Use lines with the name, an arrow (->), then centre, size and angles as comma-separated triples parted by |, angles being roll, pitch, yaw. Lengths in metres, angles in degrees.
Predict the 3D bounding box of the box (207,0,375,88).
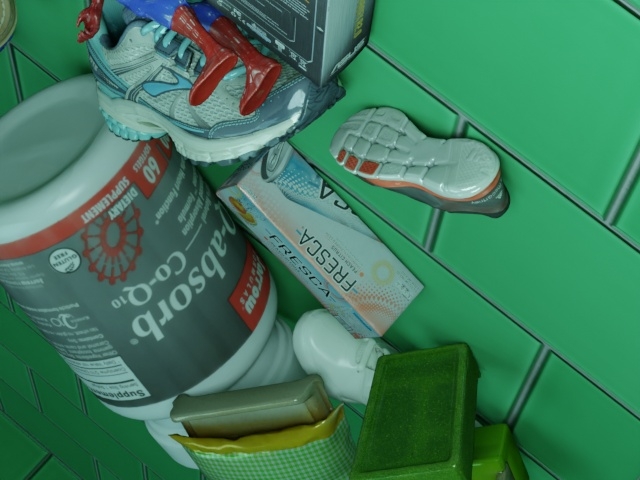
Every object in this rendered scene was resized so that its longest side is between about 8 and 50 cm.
box -> -0.065, -0.226, 1.264 | 0.231, 0.056, 0.183 | 37, 159, 14

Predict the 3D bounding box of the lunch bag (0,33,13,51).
lunch bag -> -0.446, -0.164, 1.891 | 0.293, 0.221, 0.138 | 26, 155, 40

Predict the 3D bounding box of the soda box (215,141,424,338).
soda box -> 0.000, 0.000, 1.611 | 0.183, 0.063, 0.058 | 46, 160, -13

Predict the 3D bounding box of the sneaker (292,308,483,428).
sneaker -> 0.073, 0.129, 1.751 | 0.212, 0.080, 0.094 | 39, 151, -16

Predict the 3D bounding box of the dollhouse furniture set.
dollhouse furniture set -> 0.016, 0.230, 1.697 | 0.302, 0.151, 0.197 | -10, 129, 19

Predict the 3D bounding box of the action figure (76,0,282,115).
action figure -> -0.165, -0.171, 1.403 | 0.280, 0.139, 0.091 | 50, -159, 27

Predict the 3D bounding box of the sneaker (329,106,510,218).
sneaker -> 0.072, -0.047, 1.381 | 0.158, 0.061, 0.065 | 25, 161, 43

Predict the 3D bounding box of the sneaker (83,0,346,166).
sneaker -> -0.098, -0.136, 1.455 | 0.283, 0.110, 0.122 | 10, 129, 49

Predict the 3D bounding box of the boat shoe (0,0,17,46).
boat shoe -> -0.377, -0.295, 1.628 | 0.341, 0.121, 0.110 | 51, 160, -20

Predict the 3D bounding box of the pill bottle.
pill bottle -> -0.168, 0.037, 1.798 | 0.210, 0.210, 0.363 | 18, 150, 51

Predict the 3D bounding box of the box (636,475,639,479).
box -> 0.282, 0.245, 1.524 | 0.087, 0.102, 0.101 | 47, 162, -7
